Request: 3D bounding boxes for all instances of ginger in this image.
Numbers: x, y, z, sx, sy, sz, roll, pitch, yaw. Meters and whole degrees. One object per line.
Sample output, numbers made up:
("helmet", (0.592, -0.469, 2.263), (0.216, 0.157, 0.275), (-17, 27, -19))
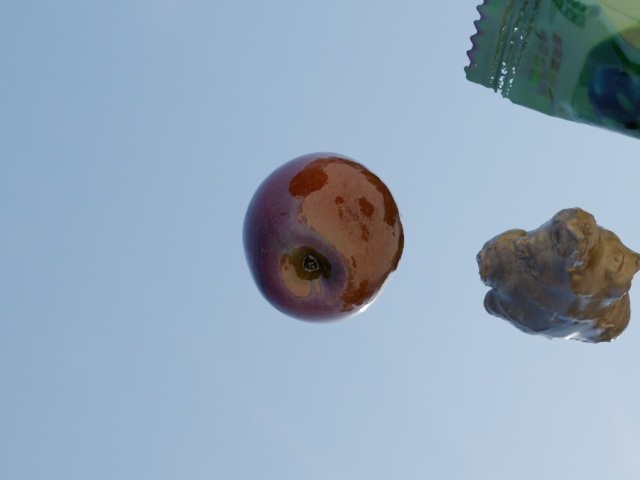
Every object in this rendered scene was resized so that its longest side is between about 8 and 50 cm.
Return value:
("ginger", (0.298, 0.029, 2.258), (0.270, 0.218, 0.123), (80, -161, -53))

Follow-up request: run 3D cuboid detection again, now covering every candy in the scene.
("candy", (0.372, -0.226, 2.224), (0.397, 0.263, 0.172), (20, -143, 12))

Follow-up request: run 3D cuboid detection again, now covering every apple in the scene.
("apple", (0.000, 0.000, 1.919), (0.181, 0.181, 0.168), (54, -155, -16))
